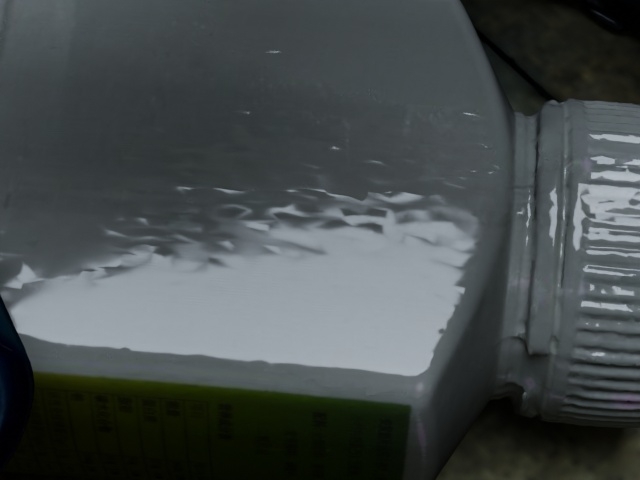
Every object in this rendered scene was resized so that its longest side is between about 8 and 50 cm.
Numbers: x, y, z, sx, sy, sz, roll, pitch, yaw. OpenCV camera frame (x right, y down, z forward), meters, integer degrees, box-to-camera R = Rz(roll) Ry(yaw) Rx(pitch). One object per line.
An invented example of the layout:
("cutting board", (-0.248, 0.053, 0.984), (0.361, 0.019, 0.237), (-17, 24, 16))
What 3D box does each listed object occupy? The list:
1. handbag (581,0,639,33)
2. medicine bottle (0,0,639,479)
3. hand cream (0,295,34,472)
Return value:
("handbag", (0.201, -0.117, 0.482), (0.303, 0.329, 0.122), (33, 68, 18))
("medicine bottle", (0.000, 0.000, 0.544), (0.188, 0.088, 0.132), (5, 61, 2))
("hand cream", (-0.153, -0.021, 0.521), (0.120, 0.061, 0.270), (-42, 44, 3))
